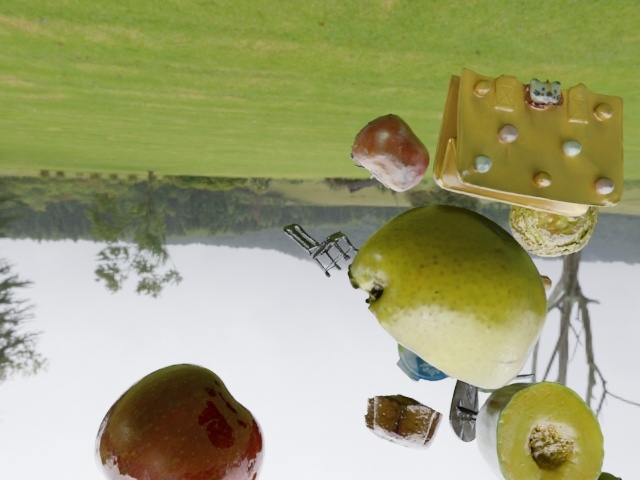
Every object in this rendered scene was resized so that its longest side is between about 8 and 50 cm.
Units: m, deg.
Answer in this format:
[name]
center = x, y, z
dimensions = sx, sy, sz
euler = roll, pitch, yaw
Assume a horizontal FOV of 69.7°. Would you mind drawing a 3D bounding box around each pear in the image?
[pear]
center = 0.260, 0.064, 0.803
dimensions = 0.387, 0.191, 0.340
euler = 9, -143, -36

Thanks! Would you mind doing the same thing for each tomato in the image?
[tomato]
center = 0.199, -0.211, 1.225
dimensions = 0.214, 0.181, 0.155
euler = 29, -156, -41

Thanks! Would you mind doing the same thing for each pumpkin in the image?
[pumpkin]
center = 0.612, 0.564, 1.340
dimensions = 0.333, 0.332, 0.199
euler = -3, 177, -9

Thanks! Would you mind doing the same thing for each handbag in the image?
[handbag]
center = 0.471, -0.225, 1.027
dimensions = 0.401, 0.282, 0.133
euler = 9, 172, -6

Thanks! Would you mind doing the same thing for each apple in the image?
[apple]
center = -0.279, 0.426, 0.957
dimensions = 0.277, 0.348, 0.349
euler = -43, -154, -29

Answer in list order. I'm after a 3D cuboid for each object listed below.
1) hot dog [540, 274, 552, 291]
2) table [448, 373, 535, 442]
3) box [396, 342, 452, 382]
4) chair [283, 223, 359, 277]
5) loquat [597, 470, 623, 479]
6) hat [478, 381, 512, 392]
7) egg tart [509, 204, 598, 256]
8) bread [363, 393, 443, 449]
[hot dog]
center = 0.701, 0.144, 1.674
dimensions = 0.337, 0.100, 0.135
euler = 13, -172, -21
[table]
center = 0.664, 0.612, 1.723
dimensions = 0.249, 0.317, 0.317
euler = -4, -178, 36
[box]
center = 0.428, 0.380, 1.730
dimensions = 0.262, 0.291, 0.206
euler = -16, 158, 24
[chair]
center = 0.000, 0.000, 1.480
dimensions = 0.113, 0.229, 0.106
euler = -47, 170, 24
[loquat]
center = 0.993, 0.906, 1.601
dimensions = 0.152, 0.195, 0.152
euler = 35, 169, 8
[hat]
center = 0.709, 0.511, 2.053
dimensions = 0.258, 0.168, 0.301
euler = 29, -138, -10
[egg tart]
center = 0.765, -0.088, 1.491
dimensions = 0.294, 0.294, 0.123
euler = -2, 179, 11
[bread]
center = 0.246, 0.545, 1.400
dimensions = 0.232, 0.135, 0.246
euler = 8, 153, 26
